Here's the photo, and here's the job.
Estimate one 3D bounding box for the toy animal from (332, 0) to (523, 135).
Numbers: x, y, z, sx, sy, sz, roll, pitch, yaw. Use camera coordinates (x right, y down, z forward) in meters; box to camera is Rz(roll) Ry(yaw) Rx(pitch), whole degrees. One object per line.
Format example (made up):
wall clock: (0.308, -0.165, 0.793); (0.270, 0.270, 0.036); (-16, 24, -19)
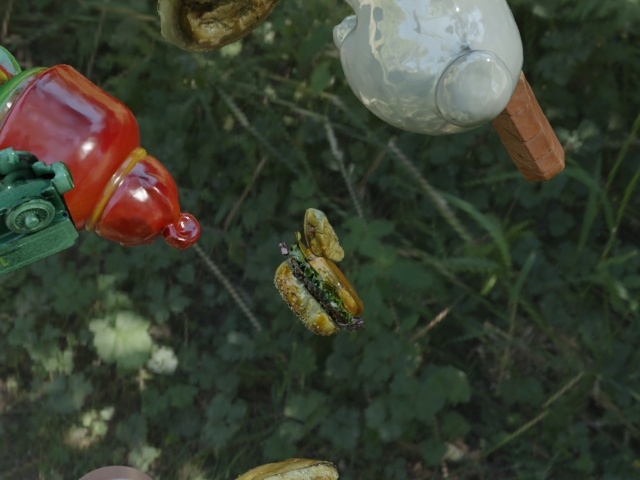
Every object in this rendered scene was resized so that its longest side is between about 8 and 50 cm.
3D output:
toy animal: (0.111, -0.285, 1.146); (0.196, 0.368, 0.241); (-15, 35, -12)

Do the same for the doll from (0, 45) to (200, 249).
doll: (-0.286, -0.097, 1.285); (0.363, 0.160, 0.182); (33, 46, -3)

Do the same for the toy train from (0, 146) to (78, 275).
toy train: (-0.272, -0.007, 0.950); (0.172, 0.099, 0.070); (-23, 57, -7)

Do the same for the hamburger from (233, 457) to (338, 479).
hamburger: (-0.064, 0.331, 1.526); (0.176, 0.102, 0.087); (-13, 93, -31)

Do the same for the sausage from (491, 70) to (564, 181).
sausage: (0.239, -0.149, 1.450); (0.065, 0.169, 0.065); (-24, 34, 17)

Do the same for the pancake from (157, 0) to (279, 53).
pancake: (-0.138, -0.458, 2.000); (0.356, 0.356, 0.065); (-33, 66, -31)

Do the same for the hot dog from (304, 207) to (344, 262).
hot dog: (0.000, 0.000, 1.473); (0.030, 0.090, 0.034); (19, 61, 37)

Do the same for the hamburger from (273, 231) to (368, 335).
hamburger: (-0.003, 0.084, 1.849); (0.093, 0.189, 0.164); (-39, 33, 5)

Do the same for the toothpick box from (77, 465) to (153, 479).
toothpick box: (-0.169, 0.263, 1.011); (0.098, 0.098, 0.149); (-1, 11, -14)
